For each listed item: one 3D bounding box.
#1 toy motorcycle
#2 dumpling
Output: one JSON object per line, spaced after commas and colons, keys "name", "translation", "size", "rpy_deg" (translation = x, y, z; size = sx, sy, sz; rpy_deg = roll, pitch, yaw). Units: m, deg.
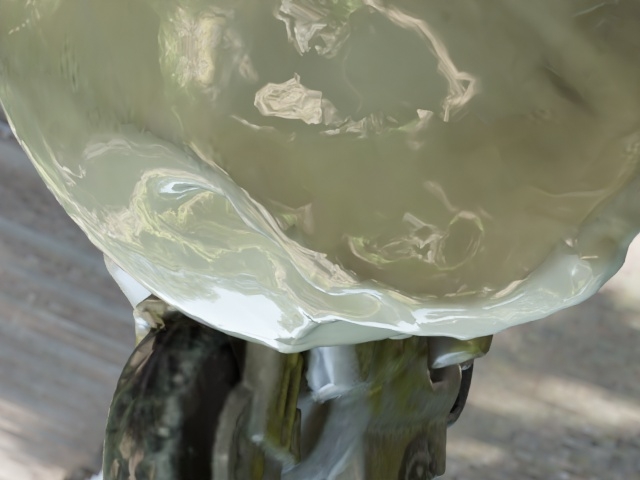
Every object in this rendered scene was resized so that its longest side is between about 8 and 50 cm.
{"name": "toy motorcycle", "translation": [0.000, 0.000, 0.719], "size": [0.108, 0.223, 0.340], "rpy_deg": [-1, -176, 21]}
{"name": "dumpling", "translation": [0.006, -0.054, 0.436], "size": [0.132, 0.162, 0.250], "rpy_deg": [56, 171, -34]}
